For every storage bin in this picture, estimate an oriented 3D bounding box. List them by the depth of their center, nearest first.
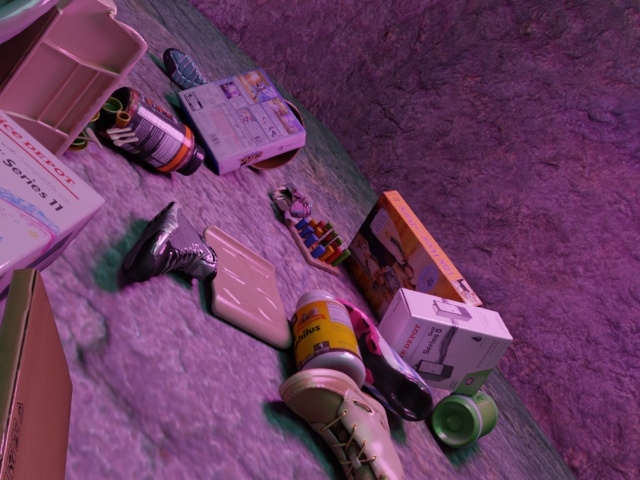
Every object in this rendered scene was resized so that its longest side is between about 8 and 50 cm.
[{"bbox_3d":[-0.396,-0.288,0.726,0.262,0.260,0.123,56,20,22],"label":"storage bin"}]

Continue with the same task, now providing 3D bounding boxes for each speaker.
[{"bbox_3d":[0.384,0.462,1.400,0.131,0.131,0.296,57,16,25],"label":"speaker"}]

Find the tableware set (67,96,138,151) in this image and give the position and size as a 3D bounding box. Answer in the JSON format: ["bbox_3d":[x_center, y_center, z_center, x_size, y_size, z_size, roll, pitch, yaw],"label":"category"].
[{"bbox_3d":[-0.379,-0.193,0.863,0.154,0.024,0.104,-24,73,-45],"label":"tableware set"}]

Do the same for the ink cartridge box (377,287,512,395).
[{"bbox_3d":[0.287,0.250,1.302,0.273,0.198,0.114,15,28,-14],"label":"ink cartridge box"}]

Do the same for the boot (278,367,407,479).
[{"bbox_3d":[0.049,0.326,0.833,0.262,0.095,0.203,43,17,-39],"label":"boot"}]

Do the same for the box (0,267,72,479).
[{"bbox_3d":[-0.222,0.147,0.412,0.021,0.164,0.201,-5,40,-16],"label":"box"}]

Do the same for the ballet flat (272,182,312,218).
[{"bbox_3d":[-0.092,-0.117,1.528,0.079,0.076,0.221,0,21,-21],"label":"ballet flat"}]

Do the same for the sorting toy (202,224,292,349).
[{"bbox_3d":[-0.140,0.088,0.984,0.193,0.038,0.208,38,23,-38],"label":"sorting toy"}]

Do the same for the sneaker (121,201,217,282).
[{"bbox_3d":[-0.213,0.026,0.823,0.132,0.086,0.228,47,14,-19],"label":"sneaker"}]

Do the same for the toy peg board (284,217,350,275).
[{"bbox_3d":[0.000,0.000,1.510,0.161,0.079,0.161,28,26,-55],"label":"toy peg board"}]

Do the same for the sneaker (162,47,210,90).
[{"bbox_3d":[-0.392,-0.481,1.605,0.223,0.083,0.098,45,-6,-33],"label":"sneaker"}]

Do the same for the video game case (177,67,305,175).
[{"bbox_3d":[-0.208,-0.318,1.400,0.269,0.244,0.061,58,-20,25],"label":"video game case"}]

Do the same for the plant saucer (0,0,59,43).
[{"bbox_3d":[-0.453,-0.280,0.549,0.400,0.401,0.100,57,-28,25],"label":"plant saucer"}]

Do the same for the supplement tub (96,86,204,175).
[{"bbox_3d":[-0.319,-0.199,1.027,0.198,0.106,0.106,34,22,-48],"label":"supplement tub"}]

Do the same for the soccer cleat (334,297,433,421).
[{"bbox_3d":[0.107,0.263,1.168,0.331,0.116,0.143,48,-7,1],"label":"soccer cleat"}]

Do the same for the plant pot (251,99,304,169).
[{"bbox_3d":[-0.192,-0.355,1.636,0.215,0.215,0.230,39,5,-36],"label":"plant pot"}]

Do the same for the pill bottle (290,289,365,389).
[{"bbox_3d":[0.007,0.187,0.994,0.117,0.117,0.215,42,16,-28],"label":"pill bottle"}]

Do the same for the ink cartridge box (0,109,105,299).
[{"bbox_3d":[-0.353,-0.040,0.495,0.207,0.119,0.353,43,16,-13],"label":"ink cartridge box"}]

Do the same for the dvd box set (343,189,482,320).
[{"bbox_3d":[0.240,0.110,1.539,0.062,0.307,0.420,-9,55,-36],"label":"dvd box set"}]
